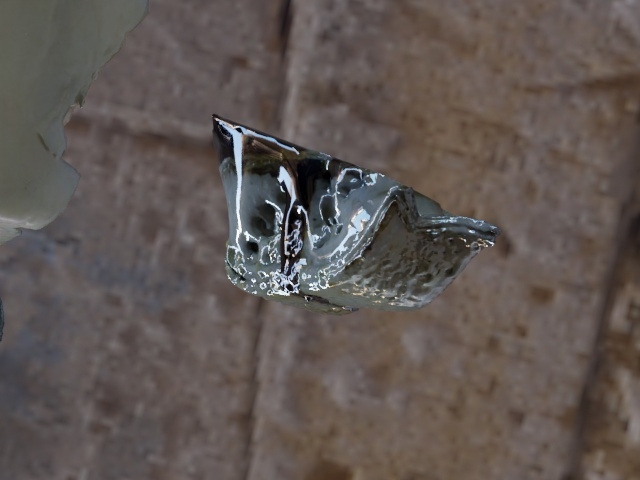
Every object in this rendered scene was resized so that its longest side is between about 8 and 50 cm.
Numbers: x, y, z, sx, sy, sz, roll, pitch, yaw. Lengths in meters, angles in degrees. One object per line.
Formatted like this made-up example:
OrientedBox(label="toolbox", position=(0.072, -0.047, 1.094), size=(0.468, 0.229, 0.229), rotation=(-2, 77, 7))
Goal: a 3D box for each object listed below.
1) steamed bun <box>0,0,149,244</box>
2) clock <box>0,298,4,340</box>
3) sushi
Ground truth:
OrientedBox(label="steamed bun", position=(-0.172, -0.106, 1.022), size=(0.200, 0.170, 0.225), rotation=(-6, -75, -73))
OrientedBox(label="clock", position=(-0.334, -0.013, 1.188), size=(0.061, 0.312, 0.312), rotation=(-48, -4, 15))
OrientedBox(label="sushi", position=(0.018, 0.009, 1.346), size=(0.134, 0.273, 0.109), rotation=(26, -92, -41))
